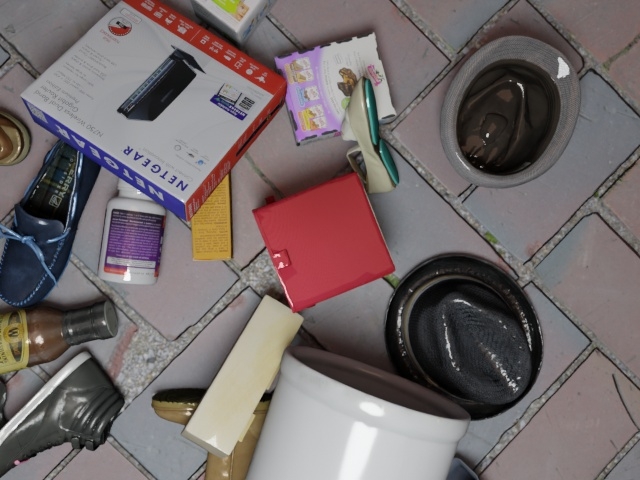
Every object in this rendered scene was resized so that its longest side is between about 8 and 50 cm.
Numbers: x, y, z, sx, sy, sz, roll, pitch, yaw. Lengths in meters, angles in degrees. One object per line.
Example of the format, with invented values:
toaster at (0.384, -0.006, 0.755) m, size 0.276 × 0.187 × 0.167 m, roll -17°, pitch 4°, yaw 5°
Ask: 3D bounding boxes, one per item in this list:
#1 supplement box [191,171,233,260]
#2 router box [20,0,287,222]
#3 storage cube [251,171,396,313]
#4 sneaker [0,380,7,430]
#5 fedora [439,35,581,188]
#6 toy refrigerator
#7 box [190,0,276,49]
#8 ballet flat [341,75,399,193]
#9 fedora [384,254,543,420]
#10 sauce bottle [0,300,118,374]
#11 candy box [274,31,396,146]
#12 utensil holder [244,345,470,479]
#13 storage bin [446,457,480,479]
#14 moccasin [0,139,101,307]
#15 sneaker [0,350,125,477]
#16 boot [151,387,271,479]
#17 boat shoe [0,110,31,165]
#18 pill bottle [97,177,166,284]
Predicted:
supplement box at (-0.205, -0.078, 1.125) m, size 0.080 × 0.078 × 0.234 m, roll -4°, pitch 89°, yaw -4°
router box at (-0.278, -0.244, 1.048) m, size 0.335 × 0.082 × 0.301 m, roll 32°, pitch 67°, yaw 4°
storage cube at (0.000, 0.000, 1.085) m, size 0.193 × 0.183 × 0.215 m, roll -21°, pitch 91°, yaw -4°
sneaker at (-0.630, 0.338, 1.109) m, size 0.077 × 0.072 × 0.178 m, roll 6°, pitch 91°, yaw 19°
fedora at (0.345, -0.234, 1.138) m, size 0.243 × 0.124 × 0.276 m, roll 18°, pitch 97°, yaw -1°
toy refrigerator at (-0.133, 0.241, 1.063) m, size 0.094 × 0.102 × 0.270 m, roll 32°, pitch 61°, yaw -3°
box at (-0.137, -0.484, 1.117) m, size 0.114 × 0.103 × 0.203 m, roll 37°, pitch 87°, yaw -3°
ballet flat at (0.080, -0.181, 1.096) m, size 0.086 × 0.086 × 0.248 m, roll -27°, pitch 131°, yaw -4°
fedora at (0.286, 0.189, 1.119) m, size 0.333 × 0.152 × 0.334 m, roll 0°, pitch 90°, yaw -4°
sauce bottle at (-0.548, 0.179, 1.085) m, size 0.344 × 0.111 × 0.112 m, roll -15°, pitch 91°, yaw -5°
candy box at (0.027, -0.286, 1.144) m, size 0.196 × 0.070 × 0.165 m, roll -15°, pitch 91°, yaw -3°
utensil holder at (0.031, 0.414, 1.000) m, size 0.327 × 0.327 × 0.386 m, roll 19°, pitch 89°, yaw -4°
storage bin at (0.263, 0.502, 1.154) m, size 0.091 × 0.098 × 0.135 m, roll 40°, pitch 86°, yaw -30°
moccasin at (-0.512, -0.044, 1.083) m, size 0.137 × 0.117 × 0.342 m, roll 18°, pitch 88°, yaw -4°
sneaker at (-0.482, 0.359, 1.082) m, size 0.147 × 0.104 × 0.296 m, roll 41°, pitch 79°, yaw 1°
boot at (-0.206, 0.423, 1.118) m, size 0.236 × 0.089 × 0.270 m, roll 5°, pitch 91°, yaw -4°
boat shoe at (-0.686, -0.222, 1.049) m, size 0.323 × 0.120 × 0.123 m, roll 17°, pitch 100°, yaw -11°
pill bottle at (-0.342, -0.020, 1.100) m, size 0.108 × 0.108 × 0.194 m, roll 8°, pitch 90°, yaw -4°
